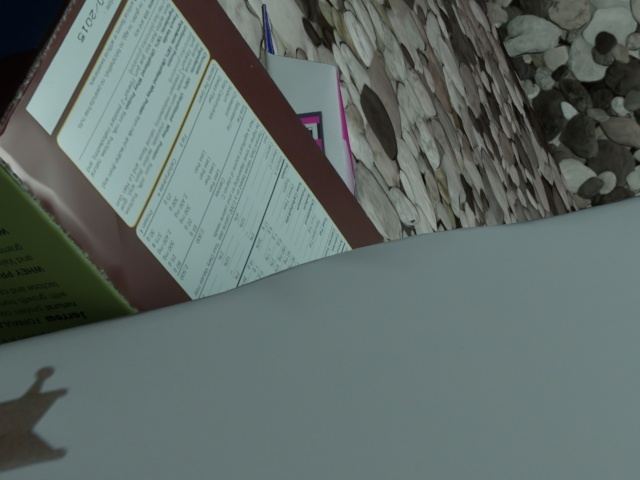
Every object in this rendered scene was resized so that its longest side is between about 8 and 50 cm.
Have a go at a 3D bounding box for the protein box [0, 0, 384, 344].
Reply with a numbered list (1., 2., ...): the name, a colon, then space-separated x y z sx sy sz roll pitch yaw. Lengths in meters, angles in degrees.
1. protein box: -0.116 -0.001 0.535 0.201 0.199 0.136 54 41 -37

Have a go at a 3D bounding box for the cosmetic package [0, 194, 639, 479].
1. cosmetic package: 0.072 0.243 0.412 0.327 0.329 0.394 -104 -179 -54

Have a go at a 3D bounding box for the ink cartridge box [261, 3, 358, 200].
1. ink cartridge box: 0.000 0.000 1.013 0.176 0.069 0.371 79 3 -51
